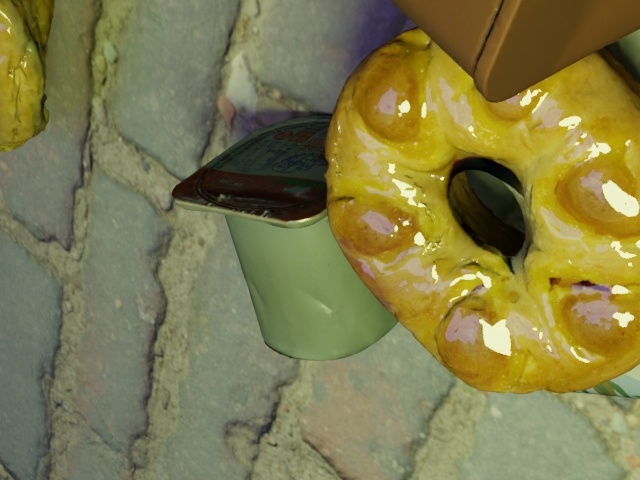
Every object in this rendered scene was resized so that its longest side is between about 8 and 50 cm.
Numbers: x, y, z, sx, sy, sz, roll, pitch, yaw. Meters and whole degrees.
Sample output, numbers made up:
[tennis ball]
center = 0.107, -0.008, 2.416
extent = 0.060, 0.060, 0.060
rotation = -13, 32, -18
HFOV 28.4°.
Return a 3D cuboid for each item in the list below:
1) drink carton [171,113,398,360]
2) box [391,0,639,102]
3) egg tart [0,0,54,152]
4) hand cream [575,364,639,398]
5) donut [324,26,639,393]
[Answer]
[drink carton]
center = 0.000, 0.000, 1.219
extent = 0.185, 0.191, 0.189
rotation = 5, 124, 41
[box]
center = 0.145, -0.302, 0.813
extent = 0.229, 0.239, 0.339
rotation = 45, 145, 21
[egg tart]
center = -0.428, -0.303, 1.418
extent = 0.443, 0.178, 0.443
rotation = 39, 154, 22
[hand cream]
center = 0.265, 0.107, 1.117
extent = 0.256, 0.055, 0.088
rotation = 4, 110, 49
[donut]
center = 0.152, -0.034, 1.027
extent = 0.299, 0.150, 0.317
rotation = 5, 112, 22
